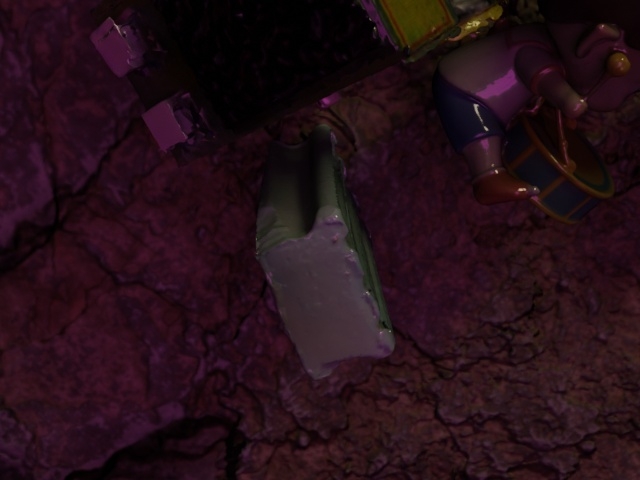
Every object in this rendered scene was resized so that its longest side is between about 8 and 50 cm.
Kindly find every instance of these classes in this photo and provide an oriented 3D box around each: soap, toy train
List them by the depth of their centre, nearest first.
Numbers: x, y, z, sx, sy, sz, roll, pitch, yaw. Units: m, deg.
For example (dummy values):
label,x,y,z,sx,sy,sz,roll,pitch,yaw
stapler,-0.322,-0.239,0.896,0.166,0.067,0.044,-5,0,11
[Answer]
label,x,y,z,sx,sy,sz,roll,pitch,yaw
toy train,-0.007,-0.147,0.583,0.261,0.177,0.134,-19,106,42
soap,0.000,0.000,0.663,0.063,0.198,0.114,-19,111,6

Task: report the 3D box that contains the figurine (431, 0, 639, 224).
label,x,y,z,sx,sy,sz,roll,pitch,yaw
figurine,0.203,-0.139,0.620,0.158,0.161,0.275,38,126,-10
